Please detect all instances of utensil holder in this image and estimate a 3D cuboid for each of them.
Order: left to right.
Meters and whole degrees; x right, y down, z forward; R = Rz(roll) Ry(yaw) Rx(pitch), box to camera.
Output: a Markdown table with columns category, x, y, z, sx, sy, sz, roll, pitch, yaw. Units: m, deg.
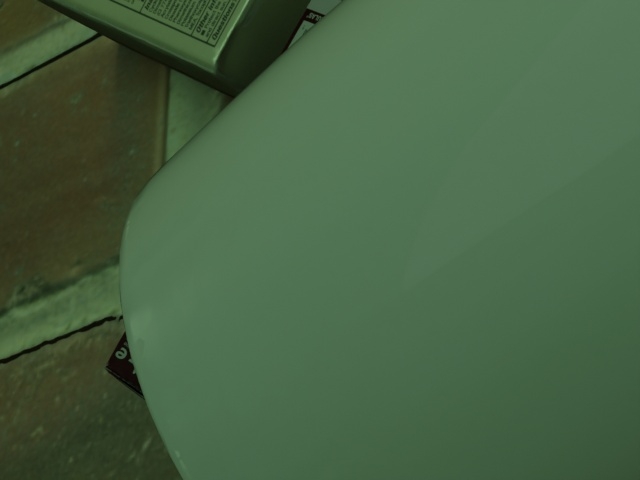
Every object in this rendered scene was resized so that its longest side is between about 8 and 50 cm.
| category | x | y | z | sx | sy | sz | roll | pitch | yaw |
| --- | --- | --- | --- | --- | --- | --- | --- | --- | --- |
| utensil holder | 0.158 | -0.016 | 0.775 | 0.385 | 0.328 | 0.327 | -39 | 45 | 26 |

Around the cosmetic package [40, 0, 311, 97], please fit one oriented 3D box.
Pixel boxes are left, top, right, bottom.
| category | x | y | z | sx | sy | sz | roll | pitch | yaw |
| --- | --- | --- | --- | --- | --- | --- | --- | --- | --- |
| cosmetic package | -0.071 | -0.181 | 1.237 | 0.296 | 0.129 | 0.153 | 31 | 91 | 48 |

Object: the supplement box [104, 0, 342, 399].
| category | x | y | z | sx | sy | sz | roll | pitch | yaw |
| --- | --- | --- | --- | --- | --- | --- | --- | --- | --- |
| supplement box | 0.000 | 0.000 | 1.060 | 0.073 | 0.130 | 0.239 | 28 | 89 | 48 |
